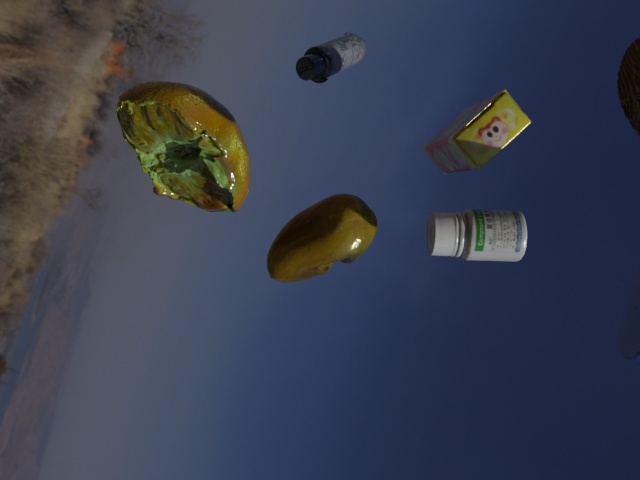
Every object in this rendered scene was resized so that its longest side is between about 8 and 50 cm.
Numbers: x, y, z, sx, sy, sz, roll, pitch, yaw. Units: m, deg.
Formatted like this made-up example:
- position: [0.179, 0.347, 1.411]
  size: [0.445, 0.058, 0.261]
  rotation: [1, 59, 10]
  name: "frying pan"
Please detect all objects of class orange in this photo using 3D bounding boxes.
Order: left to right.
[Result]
- position: [-0.272, -0.200, 1.247]
  size: [0.196, 0.335, 0.262]
  rotation: [-40, -156, -23]
  name: "orange"

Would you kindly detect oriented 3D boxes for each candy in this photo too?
- position: [0.320, -0.221, 1.232]
  size: [0.146, 0.088, 0.276]
  rotation: [-42, -175, 0]
  name: "candy"

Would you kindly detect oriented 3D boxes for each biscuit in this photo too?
- position: [0.853, -0.363, 1.436]
  size: [0.318, 0.040, 0.318]
  rotation: [159, -90, -85]
  name: "biscuit"

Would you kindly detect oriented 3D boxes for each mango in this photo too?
- position: [0.000, 0.000, 1.263]
  size: [0.262, 0.130, 0.167]
  rotation: [-28, -137, 7]
  name: "mango"

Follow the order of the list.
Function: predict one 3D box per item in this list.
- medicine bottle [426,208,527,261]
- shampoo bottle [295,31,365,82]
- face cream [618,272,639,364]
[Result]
- position: [0.404, -0.015, 1.517]
  size: [0.139, 0.236, 0.139]
  rotation: [2, 90, -89]
  name: "medicine bottle"
- position: [0.021, -0.363, 1.156]
  size: [0.214, 0.072, 0.072]
  rotation: [-43, 169, -51]
  name: "shampoo bottle"
- position: [0.650, 0.125, 0.938]
  size: [0.249, 0.225, 0.249]
  rotation: [-58, 163, -30]
  name: "face cream"
